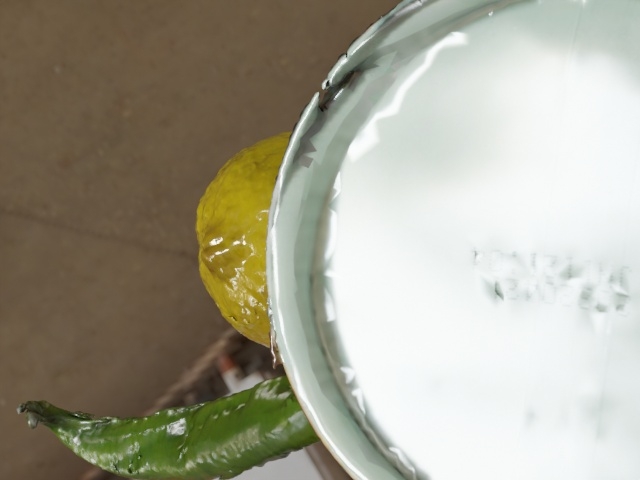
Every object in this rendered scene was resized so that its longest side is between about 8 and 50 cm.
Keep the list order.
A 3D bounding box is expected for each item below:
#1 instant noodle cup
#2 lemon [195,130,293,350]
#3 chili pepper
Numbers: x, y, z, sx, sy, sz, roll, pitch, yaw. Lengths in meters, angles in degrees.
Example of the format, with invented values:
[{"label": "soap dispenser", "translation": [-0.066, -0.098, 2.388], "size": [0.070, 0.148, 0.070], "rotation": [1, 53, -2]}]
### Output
[{"label": "instant noodle cup", "translation": [0.095, 0.007, 0.535], "size": [0.230, 0.230, 0.182], "rotation": [-44, 164, 17]}, {"label": "lemon", "translation": [0.000, 0.000, 1.400], "size": [0.231, 0.192, 0.192], "rotation": [-7, 141, -30]}, {"label": "chili pepper", "translation": [-0.053, 0.111, 1.049], "size": [0.359, 0.076, 0.085], "rotation": [-16, 163, 38]}]
